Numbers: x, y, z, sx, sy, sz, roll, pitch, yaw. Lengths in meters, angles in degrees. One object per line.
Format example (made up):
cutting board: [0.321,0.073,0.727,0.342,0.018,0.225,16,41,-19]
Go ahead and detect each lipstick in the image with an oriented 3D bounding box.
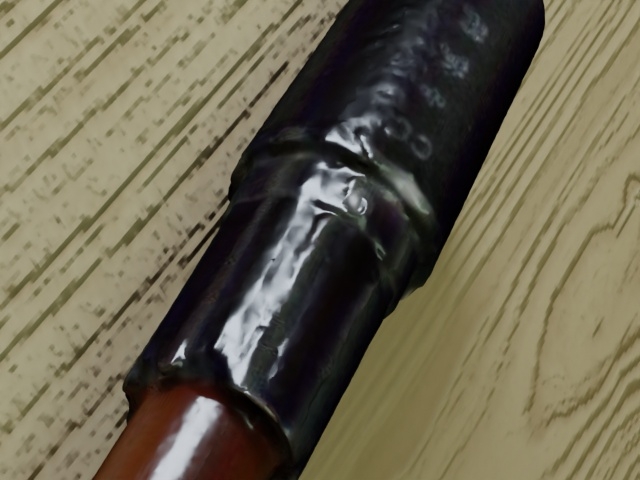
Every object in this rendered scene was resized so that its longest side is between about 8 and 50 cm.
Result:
lipstick: [0.000,0.000,0.665,0.081,0.081,0.299,58,44,-31]
